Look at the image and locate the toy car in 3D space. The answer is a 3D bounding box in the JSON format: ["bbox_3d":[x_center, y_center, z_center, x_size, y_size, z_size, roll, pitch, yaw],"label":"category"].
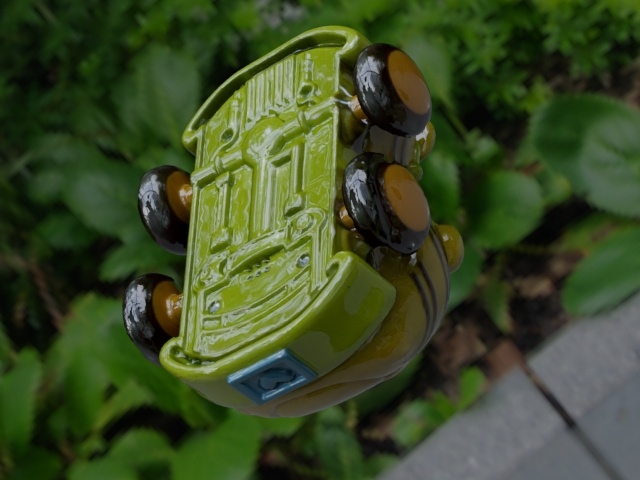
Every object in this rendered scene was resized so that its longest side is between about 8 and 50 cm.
[{"bbox_3d":[0.000,0.000,1.150,0.200,0.142,0.248,-25,44,34],"label":"toy car"}]
